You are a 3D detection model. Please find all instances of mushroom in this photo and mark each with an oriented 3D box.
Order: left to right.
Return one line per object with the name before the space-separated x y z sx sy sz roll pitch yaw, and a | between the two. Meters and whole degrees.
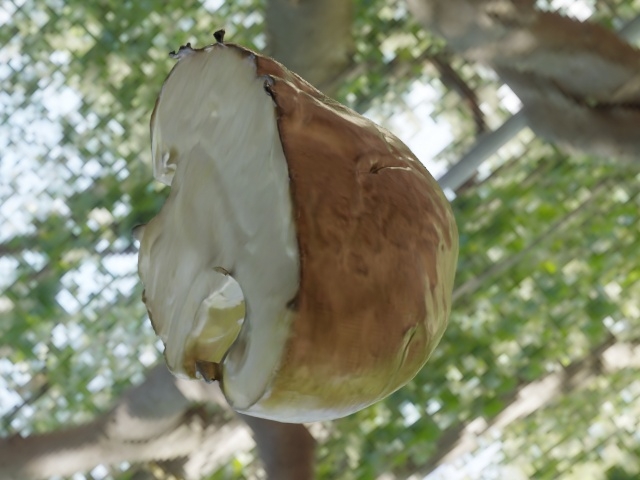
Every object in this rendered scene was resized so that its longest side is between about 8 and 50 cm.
mushroom | 0.000 0.000 0.870 0.151 0.156 0.286 17 -155 -24
